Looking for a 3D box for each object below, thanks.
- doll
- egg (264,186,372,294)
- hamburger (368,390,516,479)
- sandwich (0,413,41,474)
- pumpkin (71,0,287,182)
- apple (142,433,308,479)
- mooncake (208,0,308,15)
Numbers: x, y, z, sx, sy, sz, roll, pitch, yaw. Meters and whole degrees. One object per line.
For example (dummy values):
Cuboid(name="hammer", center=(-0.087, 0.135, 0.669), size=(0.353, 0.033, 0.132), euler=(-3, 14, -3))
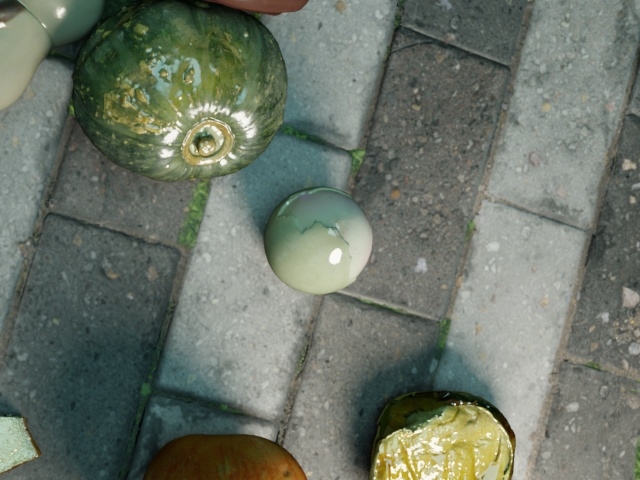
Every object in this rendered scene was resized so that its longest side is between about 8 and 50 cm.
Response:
Cuboid(name="doll", center=(-0.493, -0.336, 1.670), size=(0.226, 0.215, 0.370), euler=(41, 76, -14))
Cuboid(name="egg", center=(0.000, 0.000, 1.827), size=(0.183, 0.217, 0.183), euler=(1, 87, -16))
Cuboid(name="hamburger", center=(0.216, 0.400, 1.944), size=(0.285, 0.134, 0.265), euler=(7, 95, -12))
Cuboid(name="sandwich", center=(-0.515, 0.330, 1.756), size=(0.105, 0.036, 0.093), euler=(-28, 99, -15))
Cuboid(name="pumpkin", center=(-0.224, -0.243, 1.716), size=(0.328, 0.257, 0.291), euler=(7, 129, -38))
Cuboid(name="apple", center=(-0.156, 0.428, 1.745), size=(0.301, 0.301, 0.301), euler=(0, 90, -18))
Cuboid(name="mooncake", center=(-0.171, -0.457, 1.654), size=(0.334, 0.326, 0.174), euler=(21, 106, 23))
